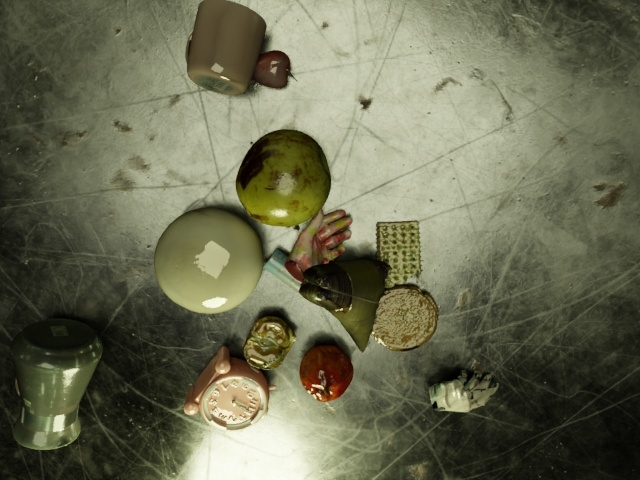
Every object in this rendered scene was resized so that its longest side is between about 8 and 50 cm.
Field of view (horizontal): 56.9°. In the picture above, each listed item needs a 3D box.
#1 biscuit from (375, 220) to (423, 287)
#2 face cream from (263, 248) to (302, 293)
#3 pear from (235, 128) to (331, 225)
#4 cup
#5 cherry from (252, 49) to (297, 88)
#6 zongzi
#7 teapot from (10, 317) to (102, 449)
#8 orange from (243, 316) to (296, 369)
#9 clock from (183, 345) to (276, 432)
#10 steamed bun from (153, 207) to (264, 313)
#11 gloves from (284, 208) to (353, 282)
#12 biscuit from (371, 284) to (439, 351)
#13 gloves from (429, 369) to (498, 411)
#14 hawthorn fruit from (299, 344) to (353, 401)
[{"bbox_3d":[0.241,0.041,1.804,0.144,0.016,0.203,-4,92,2],"label":"biscuit"},{"bbox_3d":[-0.063,0.119,1.806,0.229,0.075,0.075,36,99,-6],"label":"face cream"},{"bbox_3d":[-0.105,-0.173,1.663,0.283,0.283,0.284,0,100,1],"label":"pear"},{"bbox_3d":[-0.287,-0.523,1.633,0.253,0.191,0.200,10,85,37],"label":"cup"},{"bbox_3d":[-0.140,-0.487,1.693,0.126,0.087,0.106,-17,94,1],"label":"cherry"},{"bbox_3d":[0.058,0.213,1.716,0.289,0.154,0.318,-6,107,-40],"label":"zongzi"},{"bbox_3d":[-0.834,0.426,1.808,0.300,0.253,0.344,24,107,31],"label":"teapot"},{"bbox_3d":[-0.164,0.314,1.826,0.170,0.112,0.160,-12,89,-20],"label":"orange"},{"bbox_3d":[-0.270,0.480,1.852,0.241,0.142,0.227,34,100,-15],"label":"clock"},{"bbox_3d":[-0.328,0.062,1.736,0.324,0.206,0.324,0,100,0],"label":"steamed bun"},{"bbox_3d":[-0.005,0.003,1.763,0.145,0.126,0.241,42,62,-9],"label":"gloves"},{"bbox_3d":[0.256,0.241,1.837,0.226,0.042,0.226,1,99,3],"label":"biscuit"},{"bbox_3d":[0.453,0.479,1.847,0.212,0.111,0.128,-13,95,11],"label":"gloves"},{"bbox_3d":[0.016,0.401,1.807,0.173,0.179,0.173,-2,84,22],"label":"hawthorn fruit"}]
